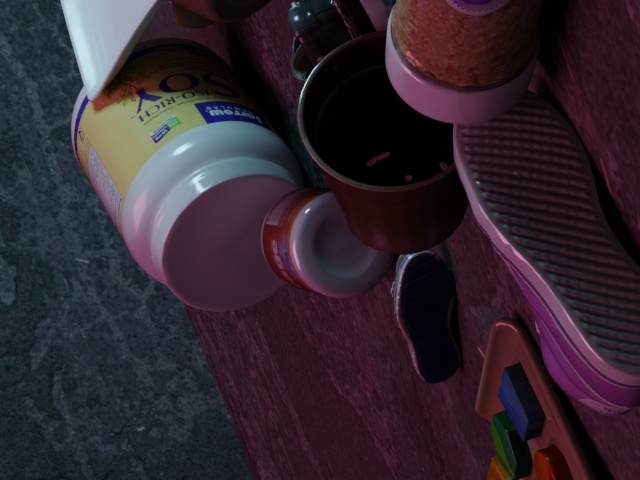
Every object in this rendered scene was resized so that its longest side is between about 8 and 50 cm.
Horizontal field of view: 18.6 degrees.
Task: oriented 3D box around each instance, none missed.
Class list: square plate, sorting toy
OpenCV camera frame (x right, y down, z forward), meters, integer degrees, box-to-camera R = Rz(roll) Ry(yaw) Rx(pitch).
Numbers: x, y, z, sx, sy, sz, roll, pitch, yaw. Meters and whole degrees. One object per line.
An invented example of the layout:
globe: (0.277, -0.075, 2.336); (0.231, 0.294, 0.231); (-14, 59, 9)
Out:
square plate: (-0.245, -0.407, 2.445); (0.344, 0.049, 0.347); (-47, 51, 45)
sorting toy: (0.210, 0.238, 1.926); (0.307, 0.041, 0.229); (92, 154, -59)

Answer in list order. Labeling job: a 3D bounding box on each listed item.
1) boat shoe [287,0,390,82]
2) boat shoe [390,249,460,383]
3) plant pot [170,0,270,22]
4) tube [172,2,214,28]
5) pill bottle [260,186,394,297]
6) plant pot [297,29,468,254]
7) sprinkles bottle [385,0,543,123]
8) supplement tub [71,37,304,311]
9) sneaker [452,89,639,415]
boat shoe: (0.013, -0.186, 1.899); (0.114, 0.091, 0.302); (61, 176, 13)
boat shoe: (0.101, 0.069, 2.054); (0.066, 0.066, 0.183); (-123, 18, -46)
plant pot: (-0.137, -0.356, 2.065); (0.229, 0.263, 0.263); (42, 156, 23)
tube: (-0.170, -0.385, 2.480); (0.070, 0.062, 0.240); (16, 133, 21)
pill bottle: (0.000, 0.000, 2.234); (0.216, 0.121, 0.121); (-171, 61, -75)
plant pot: (0.070, -0.077, 1.781); (0.165, 0.167, 0.167); (79, 165, -61)
sprinkles bottle: (0.116, -0.229, 1.424); (0.355, 0.121, 0.121); (93, 153, -59)
supplement tub: (-0.163, -0.085, 2.496); (0.331, 0.241, 0.241); (-126, 20, -48)
sneaker: (0.182, 0.017, 1.588); (0.161, 0.102, 0.282); (96, 151, -68)
